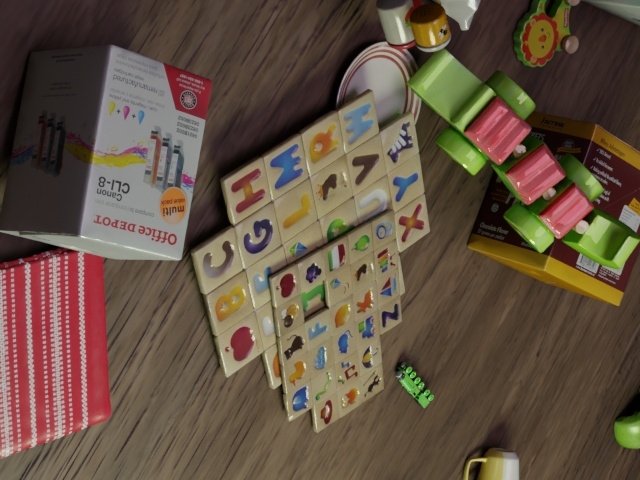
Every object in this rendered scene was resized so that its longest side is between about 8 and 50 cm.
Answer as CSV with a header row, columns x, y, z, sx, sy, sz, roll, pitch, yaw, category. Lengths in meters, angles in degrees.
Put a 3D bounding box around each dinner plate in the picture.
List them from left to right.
x,y,z,sx,sy,sz,roll,pitch,yaw,category
0.064,-0.160,1.636,0.141,0.017,0.141,-16,114,-39,dinner plate

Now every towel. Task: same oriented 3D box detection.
x,y,z,sx,sy,sz,roll,pitch,yaw,category
-0.316,0.117,1.345,0.274,0.031,0.199,-15,113,-40,towel

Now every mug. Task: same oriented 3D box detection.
x,y,z,sx,sy,sz,roll,pitch,yaw,category
0.240,0.318,1.936,0.078,0.062,0.064,9,89,-52,mug

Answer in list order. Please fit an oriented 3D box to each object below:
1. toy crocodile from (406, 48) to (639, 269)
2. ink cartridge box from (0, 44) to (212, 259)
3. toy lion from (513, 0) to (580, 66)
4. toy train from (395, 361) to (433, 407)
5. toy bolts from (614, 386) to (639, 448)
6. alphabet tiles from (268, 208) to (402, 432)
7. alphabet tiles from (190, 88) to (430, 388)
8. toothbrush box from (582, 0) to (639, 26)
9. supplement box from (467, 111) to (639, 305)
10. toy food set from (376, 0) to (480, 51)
x,y,z,sx,sy,sz,roll,pitch,yaw,category
0.238,-0.091,1.668,0.115,0.105,0.340,-43,104,2,toy crocodile
-0.198,-0.077,1.307,0.128,0.127,0.176,15,82,-46,ink cartridge box
0.286,-0.273,1.808,0.096,0.034,0.100,-10,110,-34,toy lion
0.118,0.184,1.802,0.024,0.017,0.083,-47,132,-9,toy train
0.600,0.280,2.201,0.228,0.158,0.218,-51,132,-20,toy bolts
0.025,0.104,1.672,0.198,0.009,0.237,-29,127,-36,alphabet tiles
0.000,0.000,1.613,0.342,0.011,0.285,-34,130,-32,alphabet tiles
0.520,-0.327,1.827,0.216,0.295,0.126,10,95,-45,toothbrush box
0.324,-0.043,1.846,0.191,0.129,0.194,23,87,-45,supplement box
0.135,-0.266,1.593,0.232,0.111,0.104,-69,149,-43,toy food set
